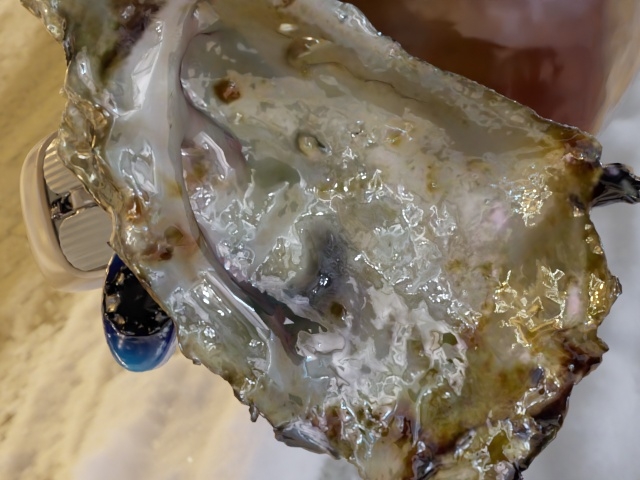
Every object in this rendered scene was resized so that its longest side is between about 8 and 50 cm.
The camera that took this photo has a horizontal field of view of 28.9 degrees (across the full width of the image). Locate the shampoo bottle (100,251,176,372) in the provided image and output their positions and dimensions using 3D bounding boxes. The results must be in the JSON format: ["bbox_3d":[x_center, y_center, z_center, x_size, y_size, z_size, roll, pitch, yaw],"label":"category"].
[{"bbox_3d":[-0.115,0.042,0.814,0.050,0.087,0.183,3,-6,-5],"label":"shampoo bottle"}]

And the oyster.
[{"bbox_3d":[-0.011,-0.003,0.643,0.221,0.361,0.096,-65,13,-6],"label":"oyster"}]

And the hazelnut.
[{"bbox_3d":[0.064,-0.183,0.870,0.366,0.366,0.366,-23,30,14],"label":"hazelnut"}]

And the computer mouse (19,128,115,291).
[{"bbox_3d":[-0.218,-0.027,1.121,0.082,0.145,0.236,-12,-2,-28],"label":"computer mouse"}]
